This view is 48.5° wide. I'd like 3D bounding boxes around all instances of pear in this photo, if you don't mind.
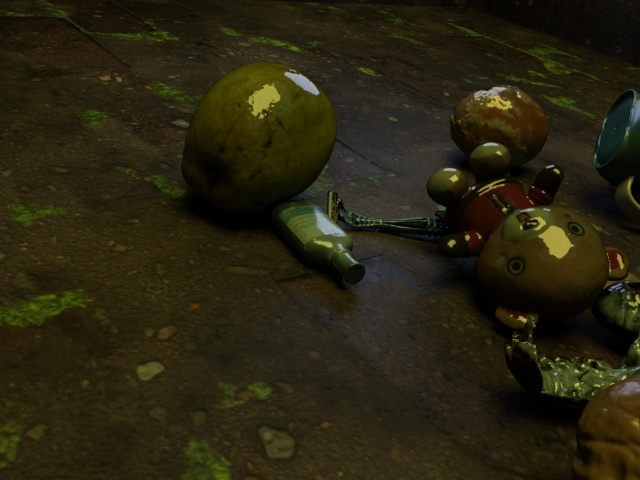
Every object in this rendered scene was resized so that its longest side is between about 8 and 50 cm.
[{"bbox_3d":[-0.107,-0.179,1.241,0.253,0.252,0.307,23,41,22],"label":"pear"}]

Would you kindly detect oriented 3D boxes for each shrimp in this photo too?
[{"bbox_3d":[0.597,0.098,1.057,0.372,0.172,0.137,1,24,-4],"label":"shrimp"},{"bbox_3d":[0.434,0.169,0.898,0.411,0.166,0.221,-2,31,1],"label":"shrimp"}]

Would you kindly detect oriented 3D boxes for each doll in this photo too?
[{"bbox_3d":[0.306,-0.003,1.132,0.235,0.174,0.330,-25,46,-9],"label":"doll"}]

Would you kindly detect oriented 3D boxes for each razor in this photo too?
[{"bbox_3d":[0.132,-0.032,1.263,0.253,0.042,0.081,8,49,-10],"label":"razor"}]

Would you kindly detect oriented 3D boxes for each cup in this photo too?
[{"bbox_3d":[0.723,-0.155,1.506,0.258,0.219,0.289,25,69,-6],"label":"cup"}]

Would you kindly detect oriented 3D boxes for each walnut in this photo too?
[{"bbox_3d":[0.355,0.232,0.692,0.213,0.213,0.213,9,28,-5],"label":"walnut"}]

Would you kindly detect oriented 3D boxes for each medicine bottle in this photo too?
[{"bbox_3d":[0.000,0.000,1.143,0.090,0.053,0.208,-6,34,-31],"label":"medicine bottle"}]

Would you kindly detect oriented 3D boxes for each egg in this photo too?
[{"bbox_3d":[0.412,-0.260,1.630,0.233,0.194,0.195,0,30,-13],"label":"egg"}]

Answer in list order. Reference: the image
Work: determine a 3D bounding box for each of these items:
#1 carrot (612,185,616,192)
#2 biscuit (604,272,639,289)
[{"bbox_3d":[0.691,-0.113,1.617,0.048,0.048,0.216,16,33,9],"label":"carrot"},{"bbox_3d":[0.437,0.053,1.224,0.226,0.036,0.166,22,31,20],"label":"biscuit"}]
